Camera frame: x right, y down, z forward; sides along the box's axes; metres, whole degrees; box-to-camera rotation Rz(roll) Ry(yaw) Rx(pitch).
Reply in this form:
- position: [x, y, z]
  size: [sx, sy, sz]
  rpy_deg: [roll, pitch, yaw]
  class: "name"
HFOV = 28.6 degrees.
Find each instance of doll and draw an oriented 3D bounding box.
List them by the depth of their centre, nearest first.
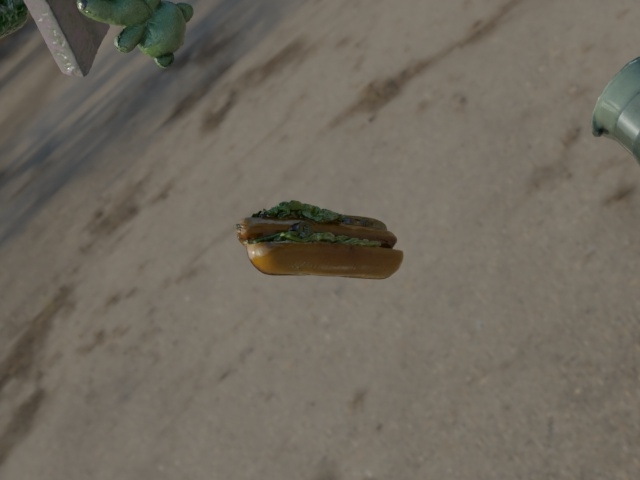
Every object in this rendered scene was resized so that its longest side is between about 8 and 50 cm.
- position: [-0.242, -0.297, 1.636]
  size: [0.077, 0.150, 0.115]
  rpy_deg: [14, 76, 55]
  class: "doll"

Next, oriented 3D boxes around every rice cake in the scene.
- position: [-0.375, -0.369, 1.702]
  size: [0.050, 0.298, 0.106]
  rpy_deg: [3, 48, 28]
  class: "rice cake"

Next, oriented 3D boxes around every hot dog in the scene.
- position: [0.000, 0.000, 2.206]
  size: [0.100, 0.337, 0.135]
  rpy_deg: [-58, 42, 36]
  class: "hot dog"

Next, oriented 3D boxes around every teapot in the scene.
- position: [0.458, -0.121, 1.504]
  size: [0.203, 0.171, 0.225]
  rpy_deg: [-39, 59, 1]
  class: "teapot"

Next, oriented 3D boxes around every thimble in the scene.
- position: [-0.469, -0.338, 1.761]
  size: [0.090, 0.118, 0.130]
  rpy_deg: [-34, 30, -30]
  class: "thimble"
